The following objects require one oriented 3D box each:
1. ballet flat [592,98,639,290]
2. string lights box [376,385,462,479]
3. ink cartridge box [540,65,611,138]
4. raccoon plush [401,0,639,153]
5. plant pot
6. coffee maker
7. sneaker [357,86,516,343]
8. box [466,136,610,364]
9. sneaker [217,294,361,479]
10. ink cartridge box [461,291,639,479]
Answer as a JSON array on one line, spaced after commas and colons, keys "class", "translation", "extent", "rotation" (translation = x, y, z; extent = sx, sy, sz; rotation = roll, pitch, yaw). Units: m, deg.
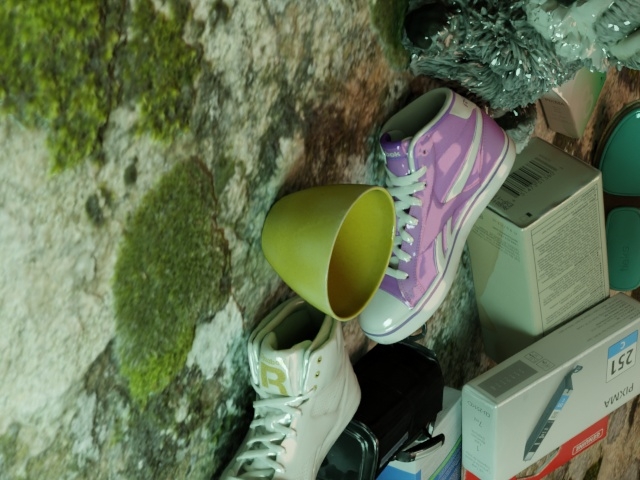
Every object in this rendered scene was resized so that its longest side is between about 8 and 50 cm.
[{"class": "ballet flat", "translation": [0.489, -0.085, 2.280], "extent": [0.123, 0.123, 0.348], "rotation": [-41, 139, -47]}, {"class": "string lights box", "translation": [0.121, 0.319, 1.834], "extent": [0.133, 0.077, 0.260], "rotation": [-43, 141, -45]}, {"class": "ink cartridge box", "translation": [0.346, -0.272, 1.943], "extent": [0.181, 0.056, 0.225], "rotation": [-64, 154, -18]}, {"class": "raccoon plush", "translation": [0.290, -0.221, 1.587], "extent": [0.446, 0.299, 0.216], "rotation": [38, 71, -62]}, {"class": "plant pot", "translation": [0.000, 0.000, 1.390], "extent": [0.134, 0.095, 0.134], "rotation": [-41, 140, -46]}, {"class": "coffee maker", "translation": [0.051, 0.184, 1.600], "extent": [0.178, 0.120, 0.171], "rotation": [-34, 116, -54]}, {"class": "sneaker", "translation": [0.090, -0.036, 1.571], "extent": [0.161, 0.102, 0.282], "rotation": [36, 78, -43]}, {"class": "box", "translation": [0.287, 0.038, 1.875], "extent": [0.148, 0.121, 0.311], "rotation": [-33, 135, -22]}, {"class": "sneaker", "translation": [-0.053, 0.181, 1.402], "extent": [0.169, 0.108, 0.292], "rotation": [78, 29, -42]}, {"class": "ink cartridge box", "translation": [0.309, 0.238, 1.883], "extent": [0.296, 0.066, 0.261], "rotation": [-26, 131, -30]}]
